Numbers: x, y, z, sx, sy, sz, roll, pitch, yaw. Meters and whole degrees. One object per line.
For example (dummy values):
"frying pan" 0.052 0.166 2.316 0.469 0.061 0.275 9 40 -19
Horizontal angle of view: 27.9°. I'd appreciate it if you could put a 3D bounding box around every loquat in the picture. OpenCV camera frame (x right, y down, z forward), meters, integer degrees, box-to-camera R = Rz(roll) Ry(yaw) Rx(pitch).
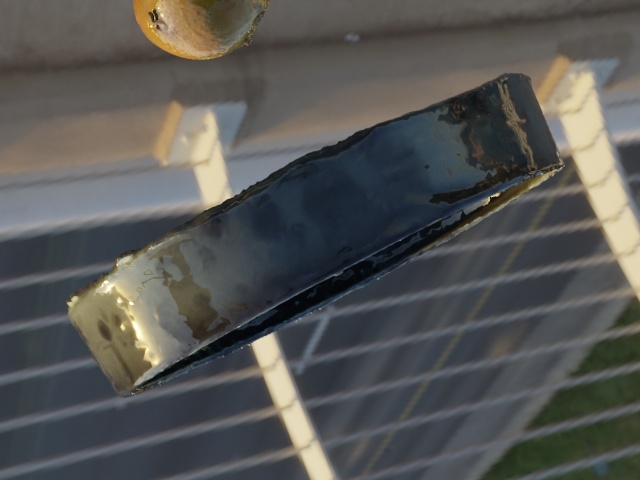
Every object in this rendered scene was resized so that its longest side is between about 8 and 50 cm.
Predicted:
"loquat" -0.122 -0.251 1.321 0.141 0.141 0.141 -17 151 -10

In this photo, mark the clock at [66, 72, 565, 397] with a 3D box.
"clock" 0.000 0.000 0.812 0.325 0.067 0.325 -27 175 -3
